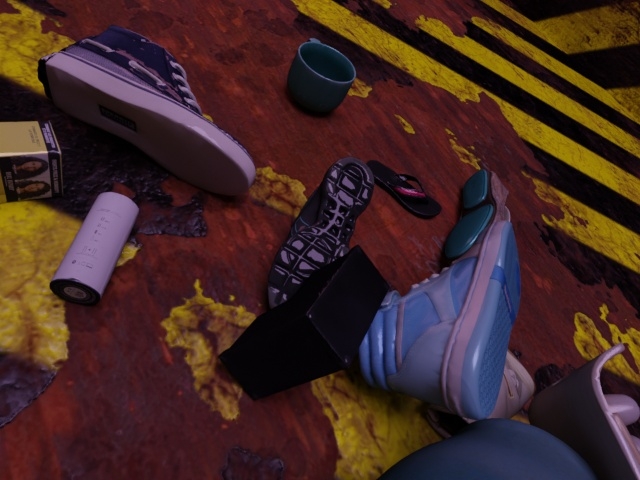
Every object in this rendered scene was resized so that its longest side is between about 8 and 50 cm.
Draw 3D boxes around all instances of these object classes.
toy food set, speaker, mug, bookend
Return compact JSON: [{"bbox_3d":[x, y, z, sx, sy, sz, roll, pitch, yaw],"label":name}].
[{"bbox_3d":[0.350,0.289,0.466,0.093,0.219,0.306,-12,59,0],"label":"toy food set"},{"bbox_3d":[-0.268,0.006,0.518,0.055,0.055,0.136,17,49,-16],"label":"speaker"},{"bbox_3d":[-0.001,-0.342,0.905,0.130,0.097,0.157,28,46,-6],"label":"mug"},{"bbox_3d":[-0.016,0.098,0.525,0.072,0.157,0.156,53,35,-8],"label":"bookend"}]

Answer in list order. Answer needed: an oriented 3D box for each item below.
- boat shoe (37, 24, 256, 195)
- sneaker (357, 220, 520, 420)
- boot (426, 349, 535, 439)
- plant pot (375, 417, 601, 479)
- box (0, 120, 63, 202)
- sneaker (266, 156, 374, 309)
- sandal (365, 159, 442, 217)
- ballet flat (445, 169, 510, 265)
[{"bbox_3d":[-0.227,-0.210,0.655,0.341,0.127,0.158,30,54,-4],"label":"boat shoe"},{"bbox_3d":[0.153,0.080,0.596,0.319,0.208,0.127,-49,126,-43],"label":"sneaker"},{"bbox_3d":[0.198,0.186,0.622,0.165,0.077,0.213,-30,75,-38],"label":"boot"},{"bbox_3d":[0.156,0.305,0.393,0.255,0.271,0.271,-15,63,-52],"label":"plant pot"},{"bbox_3d":[-0.426,-0.081,0.478,0.232,0.087,0.058,-12,63,-36],"label":"box"},{"bbox_3d":[0.000,0.000,0.649,0.101,0.106,0.267,34,66,-8],"label":"sneaker"},{"bbox_3d":[0.168,-0.108,0.855,0.179,0.040,0.067,36,46,0],"label":"sandal"},{"bbox_3d":[0.331,-0.033,0.849,0.106,0.108,0.316,44,46,-11],"label":"ballet flat"}]
